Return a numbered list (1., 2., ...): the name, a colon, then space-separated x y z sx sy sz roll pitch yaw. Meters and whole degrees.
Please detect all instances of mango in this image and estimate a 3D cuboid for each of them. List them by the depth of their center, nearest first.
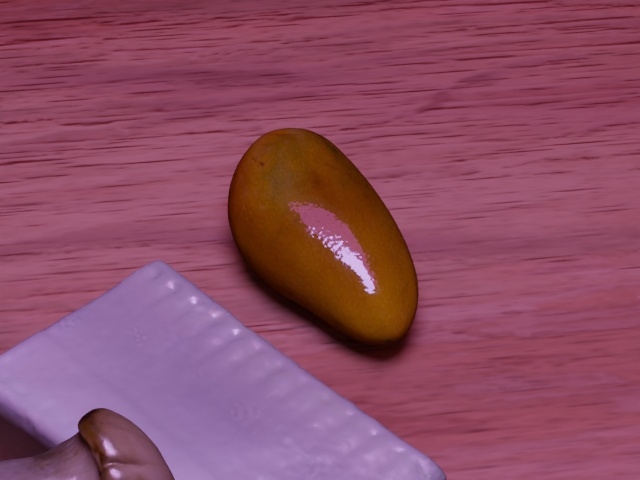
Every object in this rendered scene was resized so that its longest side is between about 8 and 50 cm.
1. mango: 0.000 0.000 1.785 0.138 0.113 0.253 -17 54 -26

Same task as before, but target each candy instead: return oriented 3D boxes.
1. candy: -0.091 0.188 1.557 0.359 0.145 0.208 34 51 28

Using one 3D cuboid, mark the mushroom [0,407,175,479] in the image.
1. mushroom: -0.293 0.241 1.365 0.407 0.137 0.154 -24 29 -11
